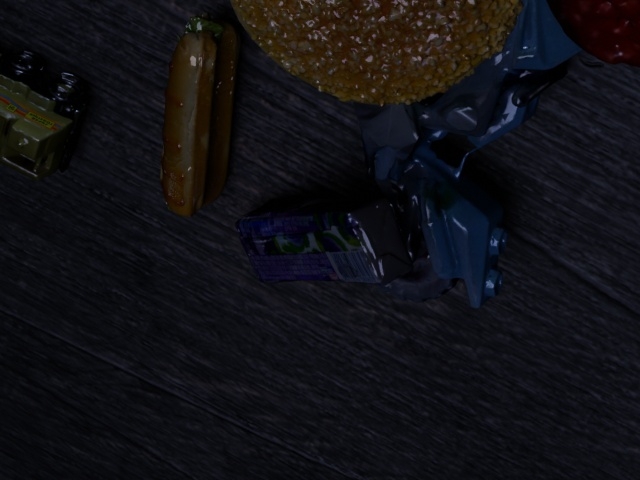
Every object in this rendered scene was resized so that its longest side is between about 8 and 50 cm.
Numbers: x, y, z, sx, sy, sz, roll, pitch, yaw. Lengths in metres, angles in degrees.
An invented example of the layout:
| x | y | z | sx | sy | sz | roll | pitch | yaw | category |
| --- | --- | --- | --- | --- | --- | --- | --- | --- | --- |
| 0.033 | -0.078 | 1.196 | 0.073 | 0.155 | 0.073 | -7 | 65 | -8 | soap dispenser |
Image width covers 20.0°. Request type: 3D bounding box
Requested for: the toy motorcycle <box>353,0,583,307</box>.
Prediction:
| x | y | z | sx | sy | sz | roll | pitch | yaw | category |
| --- | --- | --- | --- | --- | --- | --- | --- | --- | --- |
| 0.157 | -0.119 | 1.902 | 0.232 | 0.172 | 0.416 | 13 | 110 | 22 | toy motorcycle |

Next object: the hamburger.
| x | y | z | sx | sy | sz | roll | pitch | yaw | category |
| --- | --- | --- | --- | --- | --- | --- | --- | --- | --- |
| 0.056 | -0.268 | 1.703 | 0.302 | 0.170 | 0.302 | 5 | 132 | 5 | hamburger |

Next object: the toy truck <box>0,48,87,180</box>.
| x | y | z | sx | sy | sz | roll | pitch | yaw | category |
| --- | --- | --- | --- | --- | --- | --- | --- | --- | --- |
| -0.410 | -0.167 | 2.133 | 0.257 | 0.127 | 0.127 | 30 | 123 | 10 | toy truck |

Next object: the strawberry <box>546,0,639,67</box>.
| x | y | z | sx | sy | sz | roll | pitch | yaw | category |
| --- | --- | --- | --- | --- | --- | --- | --- | --- | --- |
| 0.328 | -0.324 | 1.703 | 0.317 | 0.295 | 0.345 | -4 | 142 | -10 | strawberry |

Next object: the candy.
| x | y | z | sx | sy | sz | roll | pitch | yaw | category |
| --- | --- | --- | --- | --- | --- | --- | --- | --- | --- |
| 0.000 | 0.000 | 1.987 | 0.312 | 0.061 | 0.088 | 0 | 116 | 64 | candy |

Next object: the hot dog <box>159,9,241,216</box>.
| x | y | z | sx | sy | sz | roll | pitch | yaw | category |
| --- | --- | --- | --- | --- | --- | --- | --- | --- | --- |
| -0.143 | -0.147 | 2.048 | 0.076 | 0.104 | 0.250 | 17 | 124 | 20 | hot dog |
